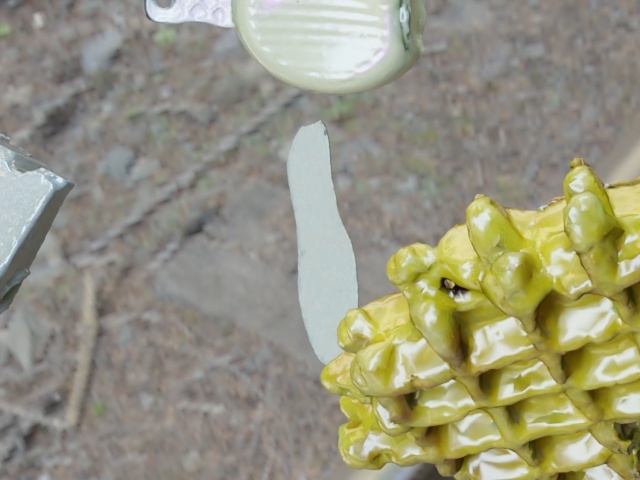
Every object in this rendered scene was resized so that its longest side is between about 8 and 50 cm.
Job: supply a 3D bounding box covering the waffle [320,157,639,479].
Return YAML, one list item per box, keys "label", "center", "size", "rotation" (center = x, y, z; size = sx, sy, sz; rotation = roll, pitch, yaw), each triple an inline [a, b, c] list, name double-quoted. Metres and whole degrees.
- label: "waffle"
  center: [0.137, 0.059, 0.867]
  size: [0.259, 0.293, 0.069]
  rotation: [15, 53, -24]

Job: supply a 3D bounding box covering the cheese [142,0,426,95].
- label: "cheese"
  center: [-0.032, -0.182, 1.411]
  size: [0.227, 0.137, 0.064]
  rotation: [5, 22, 15]

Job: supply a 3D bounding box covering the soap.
- label: "soap"
  center: [-0.325, -0.024, 1.804]
  size: [0.257, 0.302, 0.159]
  rotation: [25, 91, 20]

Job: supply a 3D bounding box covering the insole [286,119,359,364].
- label: "insole"
  center: [0.000, 0.000, 1.228]
  size: [0.004, 0.065, 0.197]
  rotation: [15, 47, -30]
